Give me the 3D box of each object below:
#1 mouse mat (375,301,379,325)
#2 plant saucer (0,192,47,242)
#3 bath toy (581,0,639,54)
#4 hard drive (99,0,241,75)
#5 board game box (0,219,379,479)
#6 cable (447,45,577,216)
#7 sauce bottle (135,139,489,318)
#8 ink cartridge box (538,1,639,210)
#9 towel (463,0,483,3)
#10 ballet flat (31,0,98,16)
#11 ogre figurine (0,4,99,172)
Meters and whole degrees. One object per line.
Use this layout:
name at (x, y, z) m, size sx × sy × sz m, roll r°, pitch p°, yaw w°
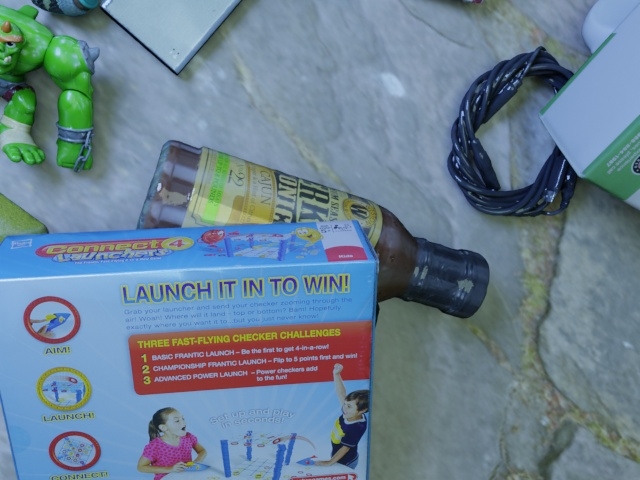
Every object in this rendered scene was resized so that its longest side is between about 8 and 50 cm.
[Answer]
mouse mat at (-0.030, 0.128, 0.699) m, size 0.152 × 0.007 × 0.190 m, roll 4°, pitch 123°, yaw -10°
plant saucer at (-0.383, 0.008, 0.629) m, size 0.188 × 0.045 × 0.188 m, roll 39°, pitch 86°, yaw -14°
bath toy at (0.439, -0.286, 0.754) m, size 0.348 × 0.151 × 0.129 m, roll -44°, pitch 131°, yaw -3°
hard drive at (-0.131, -0.242, 0.674) m, size 0.094 × 0.022 × 0.135 m, roll 40°, pitch 86°, yaw -14°
board game box at (-0.110, 0.141, 0.627) m, size 0.308 × 0.086 × 0.302 m, roll -2°, pitch 114°, yaw -7°
cable at (0.214, -0.118, 0.762) m, size 0.150 × 0.047 × 0.185 m, roll 6°, pitch 97°, yaw -9°
sauce bottle at (0.000, 0.000, 0.688) m, size 0.344 × 0.111 × 0.111 m, roll 15°, pitch 92°, yaw -16°
ink cartridge box at (0.396, -0.115, 0.695) m, size 0.278 × 0.117 × 0.201 m, roll 21°, pitch 124°, yaw -28°
towel at (0.055, -0.375, 0.633) m, size 0.329 × 0.037 × 0.237 m, roll 16°, pitch 128°, yaw -16°
ballet flat at (-0.242, -0.297, 0.625) m, size 0.070 × 0.070 × 0.188 m, roll -2°, pitch 93°, yaw -13°
ogre figurine at (-0.284, -0.148, 0.616) m, size 0.197 × 0.097 × 0.118 m, roll 29°, pitch 107°, yaw 0°
